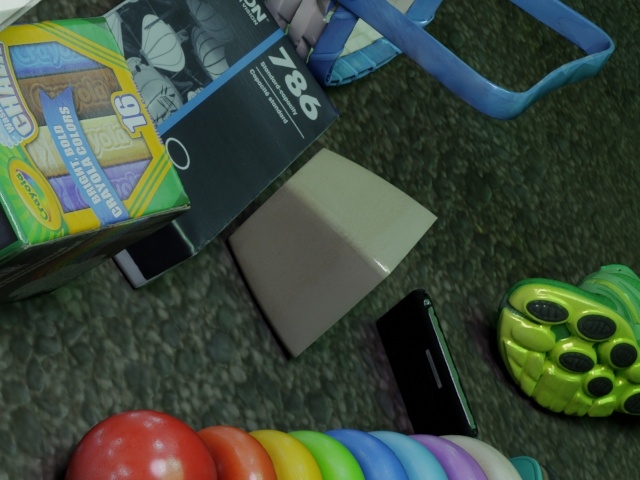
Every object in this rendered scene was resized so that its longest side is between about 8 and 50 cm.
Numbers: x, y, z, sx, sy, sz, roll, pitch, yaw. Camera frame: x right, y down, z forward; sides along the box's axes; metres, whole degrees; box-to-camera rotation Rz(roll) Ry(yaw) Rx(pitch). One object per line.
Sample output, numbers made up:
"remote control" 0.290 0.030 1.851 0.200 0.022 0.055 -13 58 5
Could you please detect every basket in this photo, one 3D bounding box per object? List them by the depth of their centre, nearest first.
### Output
"basket" 0.082 -0.207 1.572 0.289 0.201 0.255 35 25 16

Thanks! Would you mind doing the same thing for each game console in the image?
"game console" 0.098 0.103 1.505 0.071 0.107 0.122 -11 72 -29

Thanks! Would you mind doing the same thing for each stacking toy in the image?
"stacking toy" -0.016 0.166 1.230 0.330 0.141 0.141 19 50 -44

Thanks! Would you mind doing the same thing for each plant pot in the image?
"plant pot" 0.000 0.000 1.416 0.096 0.109 0.109 46 32 -2

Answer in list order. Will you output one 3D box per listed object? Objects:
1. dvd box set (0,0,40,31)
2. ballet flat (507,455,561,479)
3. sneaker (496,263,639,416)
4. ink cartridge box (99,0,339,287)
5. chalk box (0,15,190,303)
"dvd box set" -0.347 -0.214 0.938 0.307 0.062 0.420 -43 104 -18
"ballet flat" 0.144 0.268 1.419 0.096 0.095 0.280 62 28 -22
"sneaker" 0.238 0.084 1.719 0.295 0.109 0.123 19 28 -47
"ink cartridge box" -0.086 -0.109 1.410 0.165 0.065 0.332 55 30 -9
"chalk box" -0.200 -0.036 1.111 0.213 0.132 0.132 -14 78 -60
